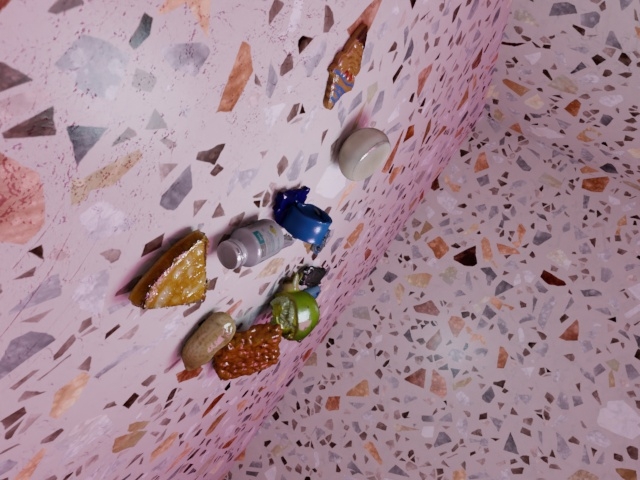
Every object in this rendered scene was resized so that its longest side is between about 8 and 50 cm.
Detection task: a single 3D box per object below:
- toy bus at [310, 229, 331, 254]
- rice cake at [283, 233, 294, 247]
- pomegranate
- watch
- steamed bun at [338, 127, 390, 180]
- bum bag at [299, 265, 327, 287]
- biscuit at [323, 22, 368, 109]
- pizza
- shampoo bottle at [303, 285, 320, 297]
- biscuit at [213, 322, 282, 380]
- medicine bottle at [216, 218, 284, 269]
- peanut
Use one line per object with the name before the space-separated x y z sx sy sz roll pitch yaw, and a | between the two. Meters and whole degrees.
toy bus | 0.000 0.000 1.961 0.051 0.061 0.153 -35 154 -48
rice cake | -0.190 0.027 1.569 0.270 0.055 0.049 -27 151 -58
pomegranate | -0.127 0.318 1.933 0.260 0.261 0.340 1 94 -67
watch | -0.062 -0.082 1.478 0.196 0.200 0.171 -31 153 -57
steamed bun | 0.163 -0.359 1.630 0.232 0.145 0.232 -35 160 -14
bum bag | -0.045 0.188 2.150 0.142 0.080 0.326 -48 164 2
biscuit | 0.086 -0.555 1.303 0.280 0.043 0.183 -59 164 20
pizza | -0.389 0.084 1.166 0.251 0.074 0.288 -56 162 4
shampoo bottle | -0.091 0.324 2.279 0.258 0.061 0.103 -17 138 -60
biscuit | -0.324 0.498 1.806 0.318 0.110 0.312 -10 139 -18
medicine bottle | -0.232 0.016 1.330 0.215 0.135 0.135 -30 148 -51
peanut | -0.421 0.379 1.504 0.253 0.122 0.137 -49 168 -11
